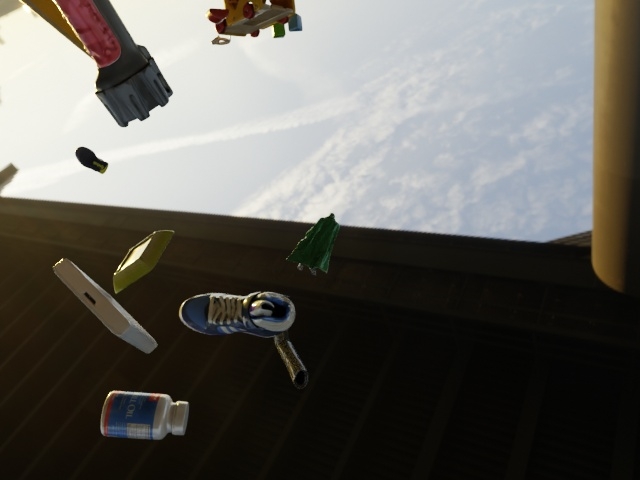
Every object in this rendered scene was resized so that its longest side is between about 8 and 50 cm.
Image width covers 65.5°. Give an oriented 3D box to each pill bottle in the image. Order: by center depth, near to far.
[{"bbox_3d":[-0.494,0.499,1.417,0.221,0.124,0.124,6,-140,-7],"label":"pill bottle"}]

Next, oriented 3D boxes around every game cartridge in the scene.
[{"bbox_3d":[-0.482,-0.415,0.871,0.285,0.323,0.053,39,-90,27],"label":"game cartridge"}]

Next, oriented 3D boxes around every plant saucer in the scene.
[{"bbox_3d":[-0.557,0.053,1.539,0.188,0.045,0.188,-29,-152,27],"label":"plant saucer"}]

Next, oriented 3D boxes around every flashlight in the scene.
[{"bbox_3d":[-0.312,-0.290,0.625,0.103,0.304,0.103,-18,-144,10],"label":"flashlight"}]

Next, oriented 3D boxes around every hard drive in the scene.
[{"bbox_3d":[-0.552,0.187,1.309,0.233,0.353,0.047,42,-109,7],"label":"hard drive"}]

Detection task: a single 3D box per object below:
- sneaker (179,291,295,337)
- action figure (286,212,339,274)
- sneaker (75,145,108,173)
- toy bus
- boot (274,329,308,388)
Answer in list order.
[{"bbox_3d":[-0.230,0.194,1.417,0.322,0.236,0.130,12,-116,-15],"label":"sneaker"},{"bbox_3d":[0.000,0.000,1.597,0.137,0.064,0.232,20,-122,11],"label":"action figure"},{"bbox_3d":[-0.705,-0.246,1.505,0.059,0.144,0.053,27,-101,11],"label":"sneaker"},{"bbox_3d":[-0.143,-0.475,0.991,0.202,0.105,0.191,-6,-172,1],"label":"toy bus"},{"bbox_3d":[-0.111,0.374,1.692,0.075,0.190,0.209,-21,-143,-6],"label":"boot"}]
